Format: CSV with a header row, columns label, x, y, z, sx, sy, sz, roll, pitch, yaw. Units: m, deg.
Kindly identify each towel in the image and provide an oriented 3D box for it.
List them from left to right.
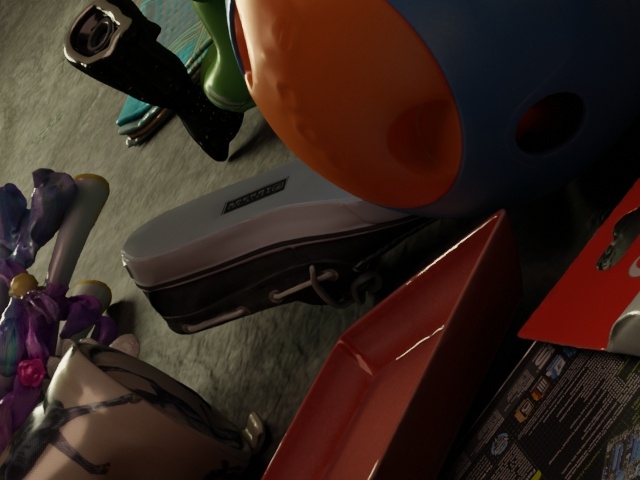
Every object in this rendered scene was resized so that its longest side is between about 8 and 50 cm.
label,x,y,z,sx,sy,sz,roll,pitch,yaw
towel,-0.101,-0.298,1.987,0.370,0.040,0.271,-40,30,35

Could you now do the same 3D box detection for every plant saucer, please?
label,x,y,z,sx,sy,sz,roll,pitch,yaw
plant saucer,0.026,0.131,1.108,0.258,0.048,0.259,-60,10,-30

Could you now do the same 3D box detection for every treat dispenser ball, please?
label,x,y,z,sx,sy,sz,roll,pitch,yaw
treat dispenser ball,0.083,-0.158,1.137,0.288,0.288,0.288,-44,27,29

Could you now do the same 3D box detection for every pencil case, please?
label,x,y,z,sx,sy,sz,roll,pitch,yaw
pencil case,-0.209,0.273,1.328,0.410,0.183,0.160,-57,31,-3

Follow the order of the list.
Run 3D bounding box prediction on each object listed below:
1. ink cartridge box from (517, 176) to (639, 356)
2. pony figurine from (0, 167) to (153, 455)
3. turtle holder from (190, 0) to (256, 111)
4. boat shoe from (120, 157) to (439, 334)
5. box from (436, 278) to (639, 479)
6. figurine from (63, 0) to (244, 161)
label,x,y,z,sx,sy,sz,roll,pitch,yaw
ink cartridge box,0.214,-0.019,0.915,0.189,0.066,0.232,-49,31,-19
pony figurine,-0.273,0.116,1.590,0.351,0.303,0.363,99,180,-53
turtle holder,0.003,-0.255,1.544,0.227,0.243,0.320,-73,-16,-64
boat shoe,-0.001,0.002,1.335,0.306,0.105,0.113,-20,26,19
box,0.121,0.176,0.938,0.270,0.060,0.216,-55,24,8
figurine,-0.109,-0.207,1.691,0.092,0.209,0.215,26,82,48
